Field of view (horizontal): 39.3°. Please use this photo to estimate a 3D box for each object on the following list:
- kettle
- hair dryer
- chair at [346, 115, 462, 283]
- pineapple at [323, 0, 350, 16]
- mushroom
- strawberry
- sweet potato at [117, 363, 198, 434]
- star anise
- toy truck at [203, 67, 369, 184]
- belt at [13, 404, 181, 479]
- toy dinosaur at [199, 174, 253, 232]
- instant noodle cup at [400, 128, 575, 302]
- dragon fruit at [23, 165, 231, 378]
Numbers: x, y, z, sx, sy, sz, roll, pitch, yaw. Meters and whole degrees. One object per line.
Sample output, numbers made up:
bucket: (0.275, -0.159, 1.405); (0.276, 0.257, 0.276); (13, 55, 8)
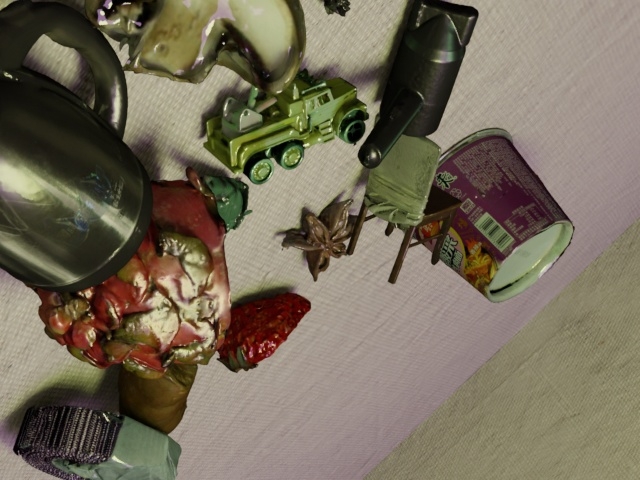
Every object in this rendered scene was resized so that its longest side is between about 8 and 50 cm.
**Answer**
kettle: (-0.348, -0.123, 1.071); (0.321, 0.228, 0.324); (-60, 158, -9)
hair dryer: (0.146, -0.247, 1.476); (0.244, 0.116, 0.302); (104, 13, -46)
chair: (0.175, -0.095, 1.766); (0.186, 0.160, 0.319); (-21, 135, -45)
pineapple: (0.005, -0.374, 1.283); (0.074, 0.074, 0.159); (-41, 154, 3)
mushroom: (-0.150, -0.296, 1.120); (0.266, 0.164, 0.190); (8, 107, -11)
strawberry: (-0.127, 0.166, 1.865); (0.190, 0.111, 0.236); (-30, -168, 50)
sweet potato: (-0.332, 0.306, 1.773); (0.157, 0.158, 0.370); (-19, 150, -33)
star anise: (0.011, -0.013, 1.815); (0.172, 0.063, 0.208); (-44, 148, -1)
toy truck: (-0.048, -0.201, 1.415); (0.259, 0.128, 0.135); (-21, 133, -29)
belt: (-0.414, 0.409, 1.716); (0.260, 0.122, 0.325); (-14, 143, 34)
toy dinosaur: (-0.183, -0.056, 1.480); (0.120, 0.079, 0.292); (-50, 166, 6)
instant noodle cup: (0.389, -0.040, 2.002); (0.339, 0.266, 0.340); (-30, 150, -19)
dragon fruit: (-0.299, 0.047, 1.314); (0.262, 0.296, 0.315); (-11, 106, -27)
